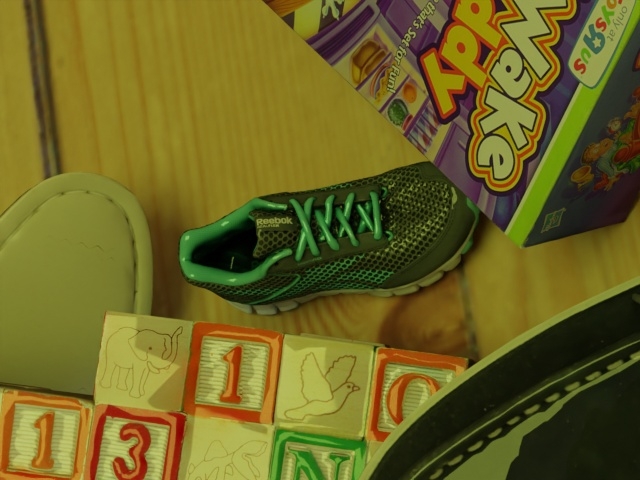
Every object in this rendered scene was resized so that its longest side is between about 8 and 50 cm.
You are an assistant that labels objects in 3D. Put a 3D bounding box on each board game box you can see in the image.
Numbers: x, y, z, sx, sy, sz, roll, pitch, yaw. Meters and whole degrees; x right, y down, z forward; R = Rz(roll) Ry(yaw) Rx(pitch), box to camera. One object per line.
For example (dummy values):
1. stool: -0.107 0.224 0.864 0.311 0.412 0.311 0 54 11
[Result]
1. board game box: 0.104 -0.205 0.831 0.233 0.078 0.347 46 130 30

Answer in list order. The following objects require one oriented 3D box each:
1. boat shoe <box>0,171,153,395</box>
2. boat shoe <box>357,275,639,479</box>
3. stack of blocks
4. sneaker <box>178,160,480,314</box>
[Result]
1. boat shoe: -0.180 0.112 1.027 0.097 0.116 0.324 -146 74 -72
2. boat shoe: 0.220 0.080 0.705 0.500 0.156 0.187 -14 83 24
3. stack of blocks: -0.083 0.121 0.901 0.297 0.087 0.171 6 86 8
4. sneaker: 0.000 0.000 0.943 0.166 0.076 0.065 -20 73 30
